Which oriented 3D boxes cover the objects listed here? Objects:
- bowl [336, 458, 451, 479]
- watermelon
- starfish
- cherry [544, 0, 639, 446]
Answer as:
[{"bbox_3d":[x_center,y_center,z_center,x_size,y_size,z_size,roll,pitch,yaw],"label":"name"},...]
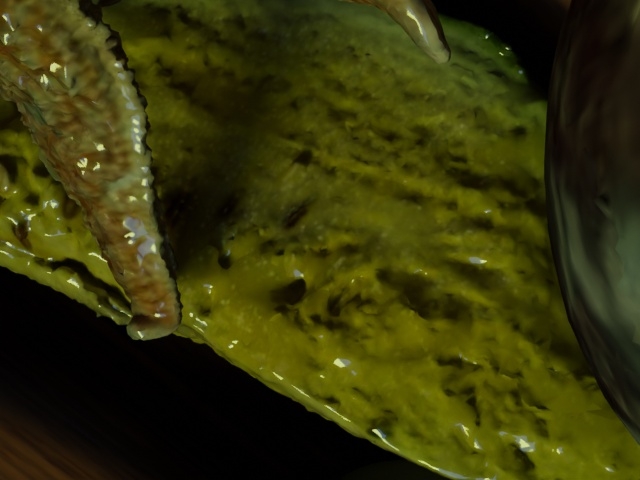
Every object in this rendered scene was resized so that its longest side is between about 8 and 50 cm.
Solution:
[{"bbox_3d":[0.042,0.189,0.787,0.345,0.157,0.345,16,144,12],"label":"bowl"},{"bbox_3d":[0.000,0.000,0.593,0.301,0.129,0.123,24,146,13],"label":"watermelon"},{"bbox_3d":[-0.090,-0.069,0.480,0.295,0.048,0.231,22,147,23],"label":"starfish"},{"bbox_3d":[0.177,-0.017,0.404,0.255,0.218,0.296,-17,141,38],"label":"cherry"}]
